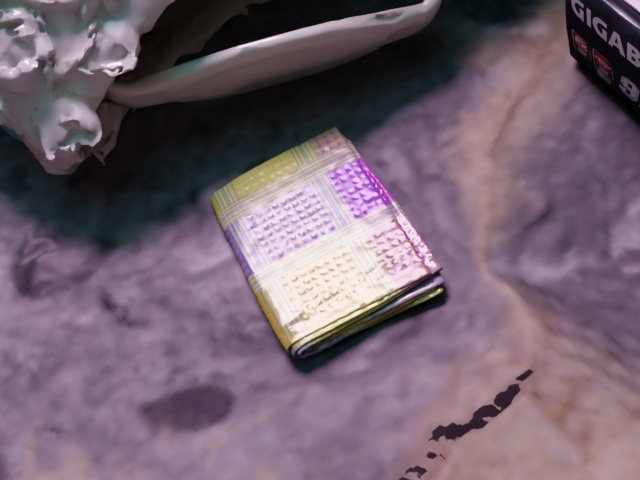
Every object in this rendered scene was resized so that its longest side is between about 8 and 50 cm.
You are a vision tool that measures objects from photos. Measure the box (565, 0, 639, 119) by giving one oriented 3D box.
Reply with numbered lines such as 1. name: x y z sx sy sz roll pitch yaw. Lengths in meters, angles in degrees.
1. box: 0.221 -0.082 0.406 0.220 0.051 0.175 -31 54 -9

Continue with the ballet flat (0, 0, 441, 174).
1. ballet flat: 0.034 -0.153 0.476 0.409 0.147 0.147 -30 54 -4

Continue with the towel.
1. towel: 0.000 0.000 0.429 0.060 0.009 0.083 -28 53 -6
